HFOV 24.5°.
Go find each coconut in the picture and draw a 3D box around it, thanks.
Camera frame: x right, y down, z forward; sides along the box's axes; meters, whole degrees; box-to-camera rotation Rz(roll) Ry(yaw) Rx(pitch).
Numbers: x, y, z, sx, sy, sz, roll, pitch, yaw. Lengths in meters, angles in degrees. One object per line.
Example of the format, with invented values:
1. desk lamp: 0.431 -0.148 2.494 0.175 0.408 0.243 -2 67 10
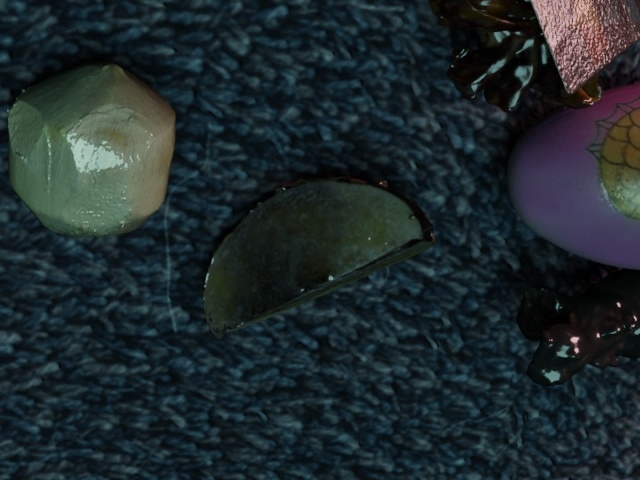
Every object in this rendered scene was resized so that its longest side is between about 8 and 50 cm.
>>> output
1. coconut: -0.217 -0.093 1.397 0.161 0.161 0.162 -1 115 -11

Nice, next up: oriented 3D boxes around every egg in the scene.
1. egg: 0.326 -0.061 1.497 0.271 0.196 0.196 -12 118 0

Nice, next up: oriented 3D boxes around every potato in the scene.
1. potato: -0.001 0.001 1.539 0.261 0.100 0.120 -24 81 17

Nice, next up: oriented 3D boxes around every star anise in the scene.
1. star anise: 0.185 -0.212 1.418 0.126 0.190 0.220 -11 130 42

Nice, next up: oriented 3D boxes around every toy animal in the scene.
1. toy animal: 0.341 0.077 1.578 0.343 0.168 0.106 -9 121 -23

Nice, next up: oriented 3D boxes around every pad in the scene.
1. pad: 0.272 -0.246 1.411 0.211 0.003 0.143 -39 112 -34
